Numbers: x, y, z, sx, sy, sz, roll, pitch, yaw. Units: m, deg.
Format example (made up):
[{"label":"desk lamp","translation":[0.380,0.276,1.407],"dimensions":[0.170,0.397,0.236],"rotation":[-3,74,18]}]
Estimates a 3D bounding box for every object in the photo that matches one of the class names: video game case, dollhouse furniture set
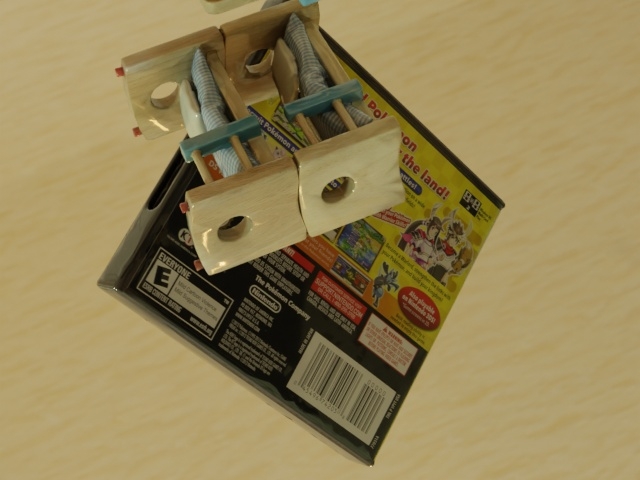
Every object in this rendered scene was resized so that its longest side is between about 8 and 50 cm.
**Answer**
[{"label":"video game case","translation":[0.000,0.000,0.967],"dimensions":[0.275,0.248,0.035],"rotation":[39,161,-32]},{"label":"dollhouse furniture set","translation":[-0.042,-0.101,0.702],"dimensions":[0.184,0.129,0.129],"rotation":[82,163,-51]}]
